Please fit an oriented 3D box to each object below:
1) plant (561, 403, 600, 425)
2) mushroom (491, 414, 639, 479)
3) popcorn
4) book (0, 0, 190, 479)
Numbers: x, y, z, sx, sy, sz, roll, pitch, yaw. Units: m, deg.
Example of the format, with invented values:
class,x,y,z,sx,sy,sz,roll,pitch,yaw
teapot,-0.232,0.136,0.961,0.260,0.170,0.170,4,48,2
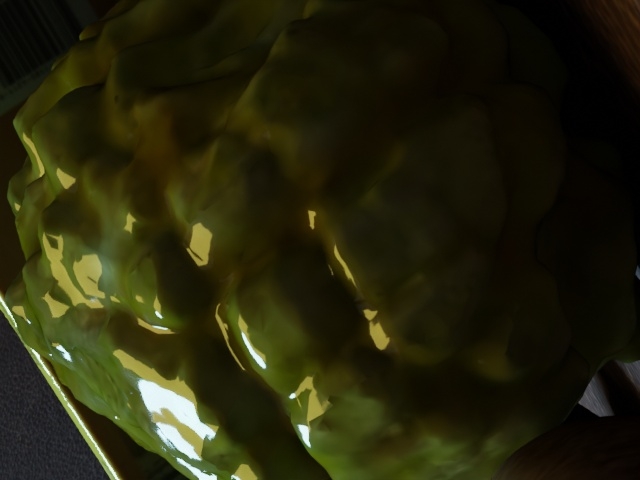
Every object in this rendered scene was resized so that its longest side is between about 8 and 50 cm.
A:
class,x,y,z,sx,sy,sz,roll,pitch,yaw
plant,0.121,0.220,0.842,0.188,0.199,0.276,28,-153,-36
mushroom,0.137,0.164,0.431,0.278,0.146,0.278,54,-177,-4
popcorn,0.000,0.000,0.601,0.258,0.224,0.270,47,166,10
book,-0.033,-0.020,0.747,0.028,0.262,0.374,12,135,61
